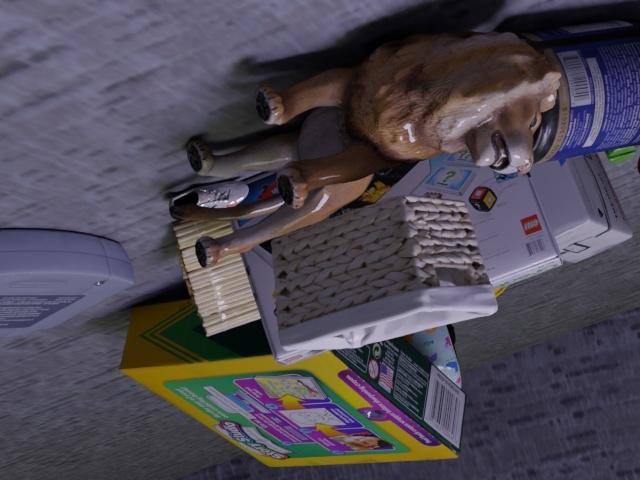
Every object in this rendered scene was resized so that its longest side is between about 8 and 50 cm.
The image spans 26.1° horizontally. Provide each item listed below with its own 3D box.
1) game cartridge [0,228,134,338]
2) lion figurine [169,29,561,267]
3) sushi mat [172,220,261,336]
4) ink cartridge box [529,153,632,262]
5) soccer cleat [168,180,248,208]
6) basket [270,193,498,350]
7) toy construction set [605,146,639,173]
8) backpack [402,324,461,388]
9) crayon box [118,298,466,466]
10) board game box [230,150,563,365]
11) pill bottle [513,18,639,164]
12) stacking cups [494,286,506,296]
[{"bbox_3d":[-0.339,0.048,1.415,0.196,0.060,0.294,-23,166,30],"label":"game cartridge"},{"bbox_3d":[0.026,-0.087,1.256,0.240,0.142,0.392,-20,-178,-29],"label":"lion figurine"},{"bbox_3d":[0.000,0.000,1.538,0.317,0.019,0.151,-18,124,-4],"label":"sushi mat"},{"bbox_3d":[0.270,-0.062,1.573,0.086,0.148,0.203,-26,165,22],"label":"ink cartridge box"},{"bbox_3d":[-0.114,-0.043,1.400,0.083,0.029,0.035,-13,170,-4],"label":"soccer cleat"},{"bbox_3d":[0.051,0.030,1.194,0.167,0.103,0.113,-17,167,38],"label":"basket"},{"bbox_3d":[0.525,-0.052,1.607,0.257,0.237,0.309,-30,144,22],"label":"toy construction set"},{"bbox_3d":[0.104,0.161,2.054,0.191,0.225,0.253,-17,173,-18],"label":"backpack"},{"bbox_3d":[-0.028,0.187,1.818,0.313,0.106,0.363,-7,148,31],"label":"crayon box"},{"bbox_3d":[0.070,-0.014,1.405,0.305,0.193,0.053,-20,166,9],"label":"board game box"},{"bbox_3d":[0.259,-0.144,1.296,0.219,0.122,0.123,-11,164,-27],"label":"pill bottle"},{"bbox_3d":[0.241,0.004,1.901,0.096,0.096,0.316,-17,166,-6],"label":"stacking cups"}]
